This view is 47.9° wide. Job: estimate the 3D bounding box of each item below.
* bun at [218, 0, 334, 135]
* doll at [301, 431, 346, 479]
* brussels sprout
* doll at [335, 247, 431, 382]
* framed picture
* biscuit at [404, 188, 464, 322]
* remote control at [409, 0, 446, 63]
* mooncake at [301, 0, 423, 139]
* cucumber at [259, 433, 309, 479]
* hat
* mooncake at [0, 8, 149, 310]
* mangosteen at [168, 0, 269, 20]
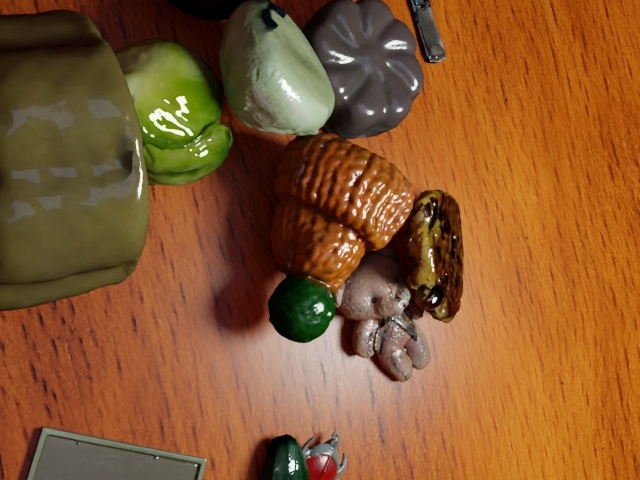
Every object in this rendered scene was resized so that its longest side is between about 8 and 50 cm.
[{"bbox_3d":[-0.105,-0.313,1.383,0.283,0.179,0.283,49,25,-32],"label":"bun"},{"bbox_3d":[-0.011,0.488,1.502,0.104,0.062,0.194,29,81,2],"label":"doll"},{"bbox_3d":[-0.300,-0.241,1.366,0.294,0.227,0.259,13,71,-47],"label":"brussels sprout"},{"bbox_3d":[0.159,0.173,1.563,0.201,0.156,0.303,-38,104,-23],"label":"doll"},{"bbox_3d":[-0.394,0.498,1.350,0.324,0.020,0.240,17,78,-21],"label":"framed picture"},{"bbox_3d":[0.249,0.033,1.572,0.334,0.081,0.289,23,67,-64],"label":"biscuit"},{"bbox_3d":[0.253,-0.532,1.742,0.059,0.028,0.212,-18,92,-26],"label":"remote control"},{"bbox_3d":[0.085,-0.378,1.586,0.306,0.154,0.306,3,83,-21],"label":"mooncake"},{"bbox_3d":[-0.078,0.516,1.445,0.115,0.063,0.243,-3,82,5],"label":"cucumber"},{"bbox_3d":[0.000,0.000,1.470,0.285,0.285,0.400,26,91,-20],"label":"hat"},{"bbox_3d":[-0.458,-0.126,1.144,0.262,0.467,0.467,-10,89,-31],"label":"mooncake"},{"bbox_3d":[-0.207,-0.608,1.417,0.306,0.306,0.359,3,52,-24],"label":"mangosteen"}]
